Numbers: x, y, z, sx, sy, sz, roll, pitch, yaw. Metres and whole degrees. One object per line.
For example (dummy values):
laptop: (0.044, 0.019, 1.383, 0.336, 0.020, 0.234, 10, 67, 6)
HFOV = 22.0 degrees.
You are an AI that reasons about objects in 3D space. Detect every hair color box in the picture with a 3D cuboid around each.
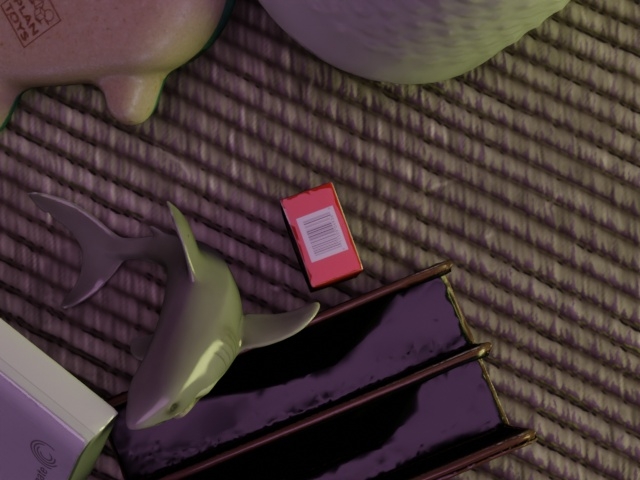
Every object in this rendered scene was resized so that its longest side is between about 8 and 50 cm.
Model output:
hair color box: (0.000, 0.000, 1.270, 0.043, 0.141, 0.072, -20, 86, -1)

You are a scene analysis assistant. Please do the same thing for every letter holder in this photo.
letter holder: (-0.013, 0.137, 1.224, 0.302, 0.214, 0.152, -22, 86, -1)

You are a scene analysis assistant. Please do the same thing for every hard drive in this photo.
hard drive: (-0.321, 0.082, 1.218, 0.353, 0.233, 0.047, 37, 52, 6)

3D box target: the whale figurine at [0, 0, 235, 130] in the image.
whale figurine: (-0.185, -0.188, 1.305, 0.272, 0.141, 0.216, -32, 87, 22)

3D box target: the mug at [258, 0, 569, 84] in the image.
mug: (0.070, -0.301, 1.138, 0.374, 0.328, 0.276, 13, 71, -21)

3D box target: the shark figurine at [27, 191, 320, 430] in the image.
shark figurine: (-0.114, 0.015, 1.229, 0.166, 0.278, 0.116, -26, 122, -10)
